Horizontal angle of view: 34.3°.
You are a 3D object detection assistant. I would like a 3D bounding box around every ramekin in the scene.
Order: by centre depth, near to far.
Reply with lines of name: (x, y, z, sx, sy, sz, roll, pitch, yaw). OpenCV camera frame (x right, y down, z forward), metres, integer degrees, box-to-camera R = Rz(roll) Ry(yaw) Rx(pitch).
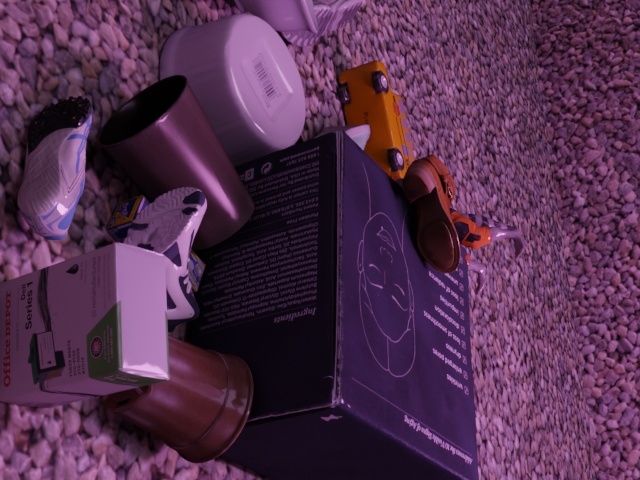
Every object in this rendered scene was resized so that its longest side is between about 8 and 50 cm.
ramekin: (-0.143, -0.263, 1.821, 0.277, 0.135, 0.277, 36, 47, -50)

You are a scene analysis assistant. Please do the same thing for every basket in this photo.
basket: (-0.212, -0.110, 1.594, 0.227, 0.154, 0.204, 58, 19, -25)

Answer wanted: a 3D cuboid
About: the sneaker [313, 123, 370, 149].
sneaker: (0.047, -0.161, 2.167, 0.256, 0.094, 0.151, -40, 124, -66)

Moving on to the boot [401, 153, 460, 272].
boot: (0.210, -0.053, 1.810, 0.197, 0.073, 0.152, 70, 24, -12)

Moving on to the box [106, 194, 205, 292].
box: (-0.249, 0.011, 1.583, 0.169, 0.054, 0.059, 52, 36, -34)

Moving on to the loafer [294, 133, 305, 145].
loafer: (-0.017, -0.092, 1.979, 0.267, 0.084, 0.096, 57, 33, -13)

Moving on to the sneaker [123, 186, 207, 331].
sneaker: (-0.220, 0.046, 1.521, 0.235, 0.094, 0.153, -64, 148, -14)

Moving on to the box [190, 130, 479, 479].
box: (0.036, 0.157, 1.760, 0.480, 0.297, 0.472, 39, 42, -47)

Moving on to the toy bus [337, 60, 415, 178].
toy bus: (0.136, -0.226, 2.321, 0.130, 0.108, 0.333, 4, 73, -60)

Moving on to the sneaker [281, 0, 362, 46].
sneaker: (-0.025, -0.495, 2.217, 0.115, 0.105, 0.281, 42, 33, 10)

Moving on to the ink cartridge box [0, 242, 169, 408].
ink cartridge box: (-0.297, 0.110, 1.283, 0.092, 0.219, 0.160, 20, 59, -52)

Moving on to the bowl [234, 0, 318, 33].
bowl: (-0.109, -0.519, 1.962, 0.298, 0.134, 0.298, -17, 90, -84)

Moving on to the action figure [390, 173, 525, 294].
action figure: (0.217, -0.023, 2.117, 0.330, 0.341, 0.178, 30, 72, -3)

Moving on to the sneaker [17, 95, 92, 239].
sneaker: (-0.362, -0.104, 1.430, 0.086, 0.085, 0.237, 81, 10, -51)

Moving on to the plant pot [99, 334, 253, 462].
plant pot: (-0.211, 0.210, 1.461, 0.165, 0.167, 0.167, 33, 48, -40)
